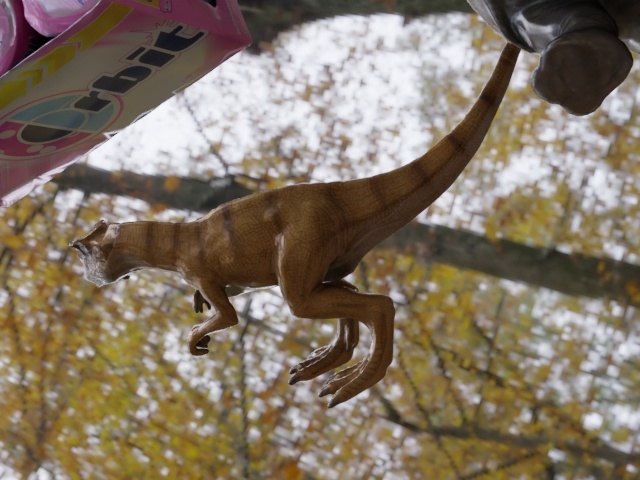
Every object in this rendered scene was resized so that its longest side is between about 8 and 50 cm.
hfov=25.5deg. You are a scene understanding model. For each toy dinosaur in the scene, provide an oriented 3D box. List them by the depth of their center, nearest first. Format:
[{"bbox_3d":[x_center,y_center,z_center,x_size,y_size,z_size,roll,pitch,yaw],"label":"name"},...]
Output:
[{"bbox_3d":[0.000,0.000,0.550,0.064,0.212,0.112,-64,-45,-72],"label":"toy dinosaur"}]

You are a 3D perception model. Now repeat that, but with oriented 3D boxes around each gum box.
[{"bbox_3d":[-0.133,-0.085,0.669,0.107,0.188,0.062,4,-119,-58],"label":"gum box"}]

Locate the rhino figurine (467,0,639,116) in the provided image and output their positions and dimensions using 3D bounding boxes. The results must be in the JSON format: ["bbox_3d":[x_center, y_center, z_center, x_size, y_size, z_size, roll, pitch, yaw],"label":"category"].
[{"bbox_3d":[0.075,-0.087,0.417,0.106,0.243,0.073,-70,-17,-58],"label":"rhino figurine"}]
